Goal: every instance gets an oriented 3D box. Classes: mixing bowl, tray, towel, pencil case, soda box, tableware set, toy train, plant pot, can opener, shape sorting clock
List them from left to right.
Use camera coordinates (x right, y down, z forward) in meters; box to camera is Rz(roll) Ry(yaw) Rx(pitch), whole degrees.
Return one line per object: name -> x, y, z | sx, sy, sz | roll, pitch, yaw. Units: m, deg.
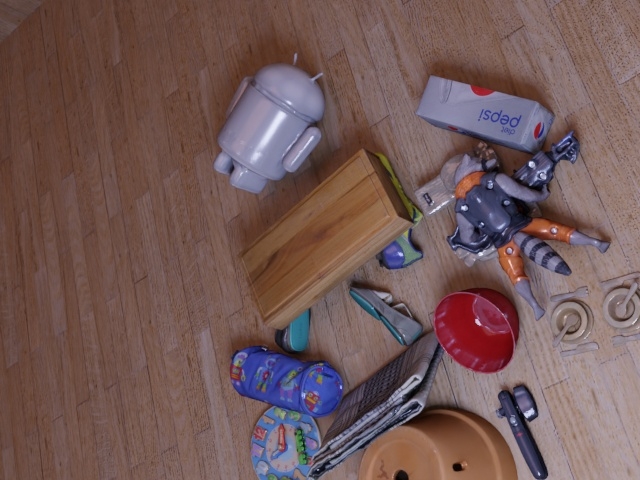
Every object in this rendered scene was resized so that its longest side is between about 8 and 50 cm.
pencil case -> -0.083, 0.317, 2.144 | 0.306, 0.119, 0.133 | 5, 75, 50
shape sorting clock -> -0.083, 0.482, 2.174 | 0.206, 0.040, 0.206 | -13, 70, 37
toy train -> -0.044, 0.469, 2.122 | 0.023, 0.017, 0.083 | -24, 69, 33
tray -> 0.000, 0.000, 2.103 | 0.411, 0.076, 0.203 | -40, 55, 23
towel -> 0.116, 0.322, 1.904 | 0.312, 0.324, 0.056 | -39, 95, 25
plant pot -> 0.210, 0.470, 1.827 | 0.290, 0.203, 0.291 | -12, 71, 36
soda box -> 0.348, -0.270, 2.003 | 0.286, 0.091, 0.098 | 25, 93, 41
mixing bowl -> 0.326, 0.163, 1.868 | 0.181, 0.098, 0.182 | 20, 126, 30
can opener -> 0.391, 0.371, 1.800 | 0.073, 0.059, 0.186 | -31, 59, 29
tableware set -> 0.522, 0.142, 1.772 | 0.194, 0.039, 0.128 | -20, 65, 34

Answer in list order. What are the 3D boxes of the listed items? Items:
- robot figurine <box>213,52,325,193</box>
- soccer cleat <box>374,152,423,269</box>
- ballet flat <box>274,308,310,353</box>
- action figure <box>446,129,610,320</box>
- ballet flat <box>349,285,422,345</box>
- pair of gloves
robot figurine -> -0.121, -0.291, 2.326 | 0.300, 0.199, 0.354 | 40, 104, 29
soccer cleat -> 0.169, -0.070, 2.112 | 0.121, 0.093, 0.289 | -12, 65, 10
ballet flat -> -0.063, 0.128, 2.230 | 0.096, 0.095, 0.281 | 5, 80, 53
action figure -> 0.400, -0.065, 1.823 | 0.330, 0.178, 0.341 | 45, 105, 21
ballet flat -> 0.148, 0.154, 2.071 | 0.068, 0.072, 0.213 | -39, 48, -10
pair of gloves -> 0.334, -0.076, 1.988 | 0.204, 0.042, 0.240 | -42, 61, 15
